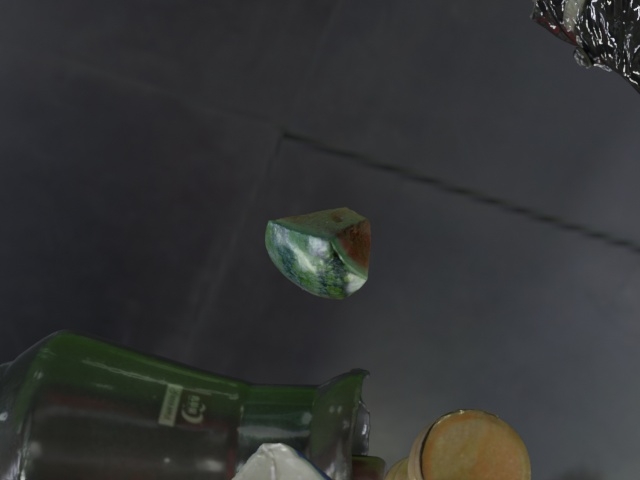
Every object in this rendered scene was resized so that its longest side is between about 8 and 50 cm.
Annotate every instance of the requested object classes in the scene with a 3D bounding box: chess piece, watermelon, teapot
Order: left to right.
[{"bbox_3d":[-0.123,0.262,1.771,0.361,0.376,0.305,-1,145,7],"label":"teapot"},{"bbox_3d":[-0.004,0.004,1.607,0.092,0.072,0.084,36,131,-14],"label":"watermelon"},{"bbox_3d":[0.070,0.136,1.112,0.066,0.066,0.122,18,163,-8],"label":"chess piece"}]

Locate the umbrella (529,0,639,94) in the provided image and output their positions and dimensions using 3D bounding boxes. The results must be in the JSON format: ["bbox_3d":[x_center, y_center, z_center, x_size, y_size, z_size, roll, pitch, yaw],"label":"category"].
[{"bbox_3d":[0.274,-0.157,1.612,0.358,0.106,0.113,45,108,3],"label":"umbrella"}]

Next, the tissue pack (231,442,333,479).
[{"bbox_3d":[0.015,0.275,1.331,0.209,0.137,0.270,47,172,23],"label":"tissue pack"}]
